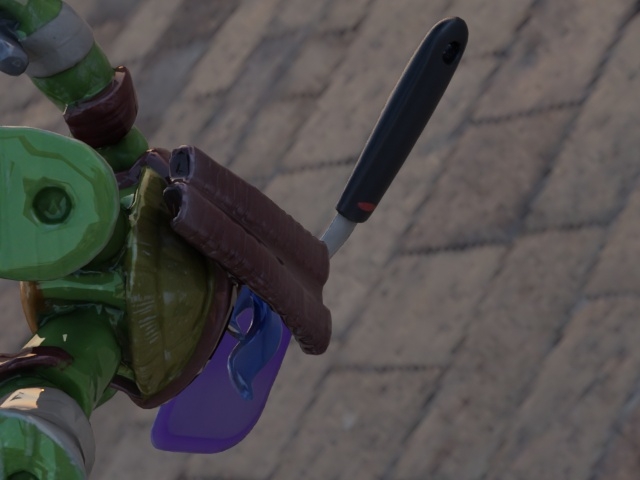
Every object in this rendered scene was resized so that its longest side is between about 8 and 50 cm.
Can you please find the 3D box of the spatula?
[{"bbox_3d":[0.000,0.000,1.091,0.296,0.084,0.030,-55,52,18],"label":"spatula"}]

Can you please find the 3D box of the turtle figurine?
[{"bbox_3d":[-0.138,0.006,0.708,0.198,0.275,0.266,-49,6,5],"label":"turtle figurine"}]
